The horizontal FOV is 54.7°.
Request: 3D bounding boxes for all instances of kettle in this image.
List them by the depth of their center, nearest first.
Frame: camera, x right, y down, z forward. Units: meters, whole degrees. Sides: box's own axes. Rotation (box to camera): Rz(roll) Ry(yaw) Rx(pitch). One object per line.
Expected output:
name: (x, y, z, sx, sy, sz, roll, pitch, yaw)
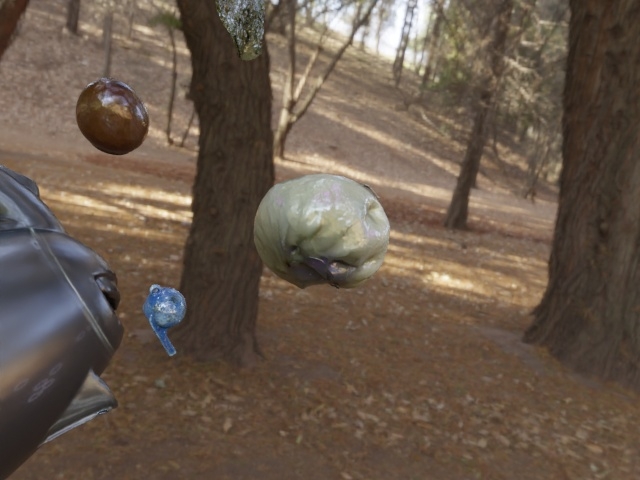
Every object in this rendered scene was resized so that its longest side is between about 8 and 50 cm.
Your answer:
kettle: (-0.306, 0.071, 0.465, 0.290, 0.268, 0.207, -34, -9, -19)

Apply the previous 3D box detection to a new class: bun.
bun: (-0.004, -0.003, 1.159, 0.273, 0.273, 0.168, 11, 51, 5)

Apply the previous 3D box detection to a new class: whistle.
whistle: (-0.304, 0.148, 1.240, 0.090, 0.158, 0.090, -12, 36, 9)

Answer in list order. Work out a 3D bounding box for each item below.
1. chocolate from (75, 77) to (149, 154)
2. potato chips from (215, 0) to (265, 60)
chocolate: (-0.455, -0.282, 1.362, 0.177, 0.176, 0.177, 11, 9, -2)
potato chips: (-0.109, -0.339, 0.902, 0.026, 0.142, 0.209, 10, -30, 8)
